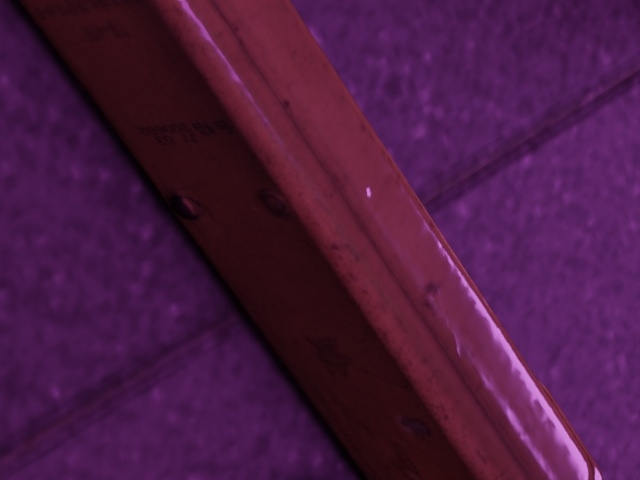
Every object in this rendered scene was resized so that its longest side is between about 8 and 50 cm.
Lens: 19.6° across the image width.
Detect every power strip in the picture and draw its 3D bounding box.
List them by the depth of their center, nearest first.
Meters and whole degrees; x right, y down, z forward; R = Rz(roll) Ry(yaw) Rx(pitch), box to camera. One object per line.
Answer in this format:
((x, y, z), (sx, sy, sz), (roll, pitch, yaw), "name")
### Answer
((0.000, 0.000, 0.531), (0.044, 0.064, 0.305), (-51, 121, -31), "power strip")
